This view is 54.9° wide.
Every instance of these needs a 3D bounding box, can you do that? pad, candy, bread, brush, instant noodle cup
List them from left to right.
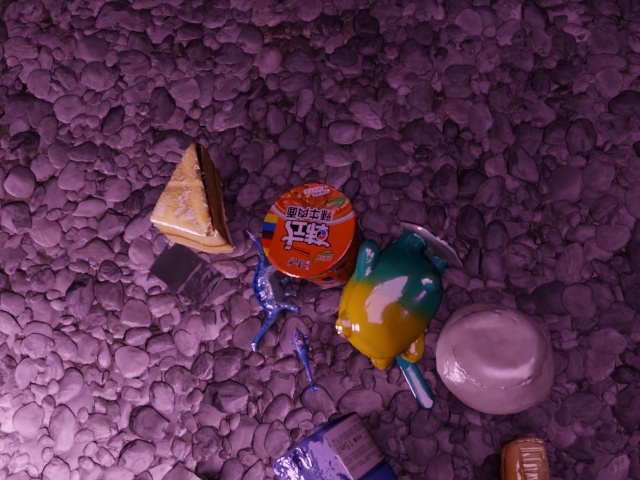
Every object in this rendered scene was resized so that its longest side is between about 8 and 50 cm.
[{"bbox_3d":[-0.372,0.090,1.707,0.193,0.004,0.116,36,82,10],"label":"pad"},{"bbox_3d":[-0.291,-0.104,1.616,0.198,0.263,0.236,17,78,5],"label":"bread"},{"bbox_3d":[0.000,0.000,1.580,0.250,0.192,0.251,-7,68,19],"label":"instant noodle cup"},{"bbox_3d":[0.239,0.349,1.598,0.043,0.032,0.193,-27,65,2],"label":"brush"},{"bbox_3d":[0.429,0.292,1.518,0.295,0.185,0.296,-7,68,17],"label":"candy"},{"bbox_3d":[0.484,0.590,1.468,0.106,0.140,0.237,0,75,7],"label":"bread"}]

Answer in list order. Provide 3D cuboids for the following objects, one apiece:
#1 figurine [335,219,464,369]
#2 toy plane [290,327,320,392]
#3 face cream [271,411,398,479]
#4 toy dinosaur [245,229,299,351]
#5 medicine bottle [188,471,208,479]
[{"bbox_3d":[0.189,0.140,1.539,0.323,0.231,0.340,40,76,-23],"label":"figurine"},{"bbox_3d":[-0.042,0.311,1.608,0.054,0.062,0.167,-16,87,0],"label":"toy plane"},{"bbox_3d":[0.037,0.556,1.452,0.249,0.249,0.225,-30,72,-3],"label":"face cream"},{"bbox_3d":[-0.124,0.129,1.647,0.144,0.076,0.329,-4,87,10],"label":"toy dinosaur"},{"bbox_3d":[-0.324,0.634,1.558,0.047,0.047,0.083,28,80,9],"label":"medicine bottle"}]
